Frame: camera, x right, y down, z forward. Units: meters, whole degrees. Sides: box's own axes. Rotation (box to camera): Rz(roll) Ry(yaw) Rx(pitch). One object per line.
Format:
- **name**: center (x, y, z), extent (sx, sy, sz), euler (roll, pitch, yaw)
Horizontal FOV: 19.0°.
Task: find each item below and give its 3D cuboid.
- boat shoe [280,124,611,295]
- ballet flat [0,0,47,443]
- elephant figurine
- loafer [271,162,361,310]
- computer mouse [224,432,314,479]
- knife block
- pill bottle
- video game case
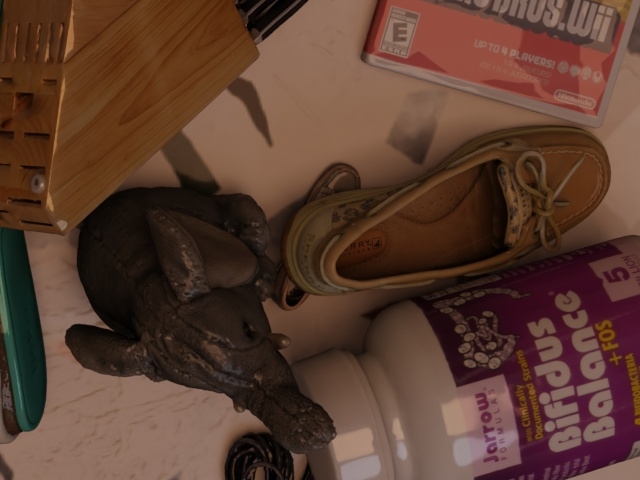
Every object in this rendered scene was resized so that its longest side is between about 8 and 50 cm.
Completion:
- **boat shoe**: center (0.113, -0.015, 1.479), extent (0.285, 0.089, 0.104), euler (-21, 105, -19)
- **ballet flat**: center (-0.277, -0.041, 1.399), extent (0.139, 0.139, 0.400), euler (-3, 104, -11)
- **elephant figurine**: center (-0.096, 0.048, 1.381), extent (0.186, 0.239, 0.169), euler (-7, 107, -3)
- **loafer**: center (0.000, 0.000, 1.500), extent (0.045, 0.039, 0.125), euler (25, 96, -14)
- **computer mouse**: center (0.065, 0.239, 1.550), extent (0.272, 0.072, 0.188), euler (-7, 103, -10)
- **knife block**: center (-0.108, -0.132, 1.368), extent (0.242, 0.088, 0.275), euler (8, 89, -41)
- **pill bottle**: center (0.136, 0.112, 1.468), extent (0.302, 0.169, 0.169), euler (-16, 105, -11)
- **video game case**: center (0.167, -0.248, 1.488), extent (0.204, 0.025, 0.285), euler (14, 99, -14)
